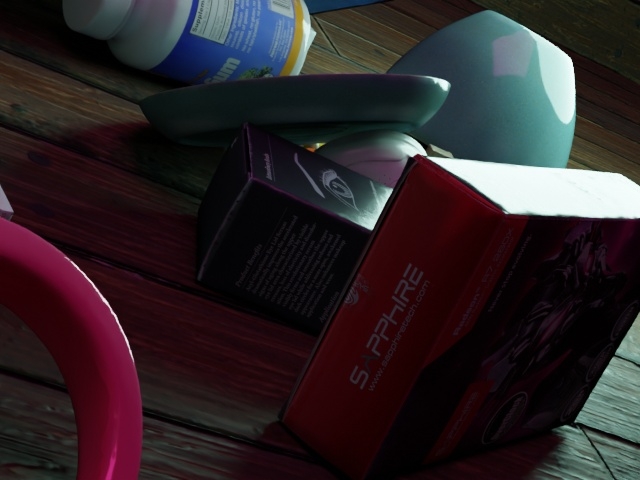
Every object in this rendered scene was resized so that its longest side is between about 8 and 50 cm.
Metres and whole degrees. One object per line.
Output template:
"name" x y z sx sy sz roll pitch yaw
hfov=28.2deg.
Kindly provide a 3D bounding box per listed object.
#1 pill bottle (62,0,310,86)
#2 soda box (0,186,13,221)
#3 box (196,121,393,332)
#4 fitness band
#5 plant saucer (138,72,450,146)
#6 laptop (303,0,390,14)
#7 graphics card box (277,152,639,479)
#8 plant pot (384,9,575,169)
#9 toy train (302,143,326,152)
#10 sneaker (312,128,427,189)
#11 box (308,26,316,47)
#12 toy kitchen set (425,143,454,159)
"pill bottle" -0.159 -0.263 1.505 0.272 0.152 0.152 12 26 -38
"soda box" -0.298 -0.057 0.938 0.074 0.069 0.216 14 25 -38
"box" 0.000 0.000 1.149 0.207 0.108 0.153 24 20 -14
"fitness band" -0.194 0.071 0.628 0.291 0.054 0.209 27 45 -50
"plant saucer" -0.025 -0.128 1.301 0.317 0.044 0.317 -4 0 0
"laptop" -0.199 -0.350 1.571 0.408 0.236 0.382 -23 15 -36
"graphics card box" 0.150 0.057 1.037 0.094 0.233 0.371 36 20 29
"plant pot" 0.231 -0.193 1.723 0.290 0.195 0.290 31 7 -4
"toy train" 0.031 -0.075 1.472 0.166 0.046 0.125 14 26 -29
"sneaker" 0.112 -0.012 1.290 0.305 0.114 0.152 26 21 -35
"box" -0.088 -0.345 1.933 0.145 0.038 0.186 25 14 -14
"toy kitchen set" 0.139 -0.091 1.609 0.068 0.075 0.083 22 25 -24
